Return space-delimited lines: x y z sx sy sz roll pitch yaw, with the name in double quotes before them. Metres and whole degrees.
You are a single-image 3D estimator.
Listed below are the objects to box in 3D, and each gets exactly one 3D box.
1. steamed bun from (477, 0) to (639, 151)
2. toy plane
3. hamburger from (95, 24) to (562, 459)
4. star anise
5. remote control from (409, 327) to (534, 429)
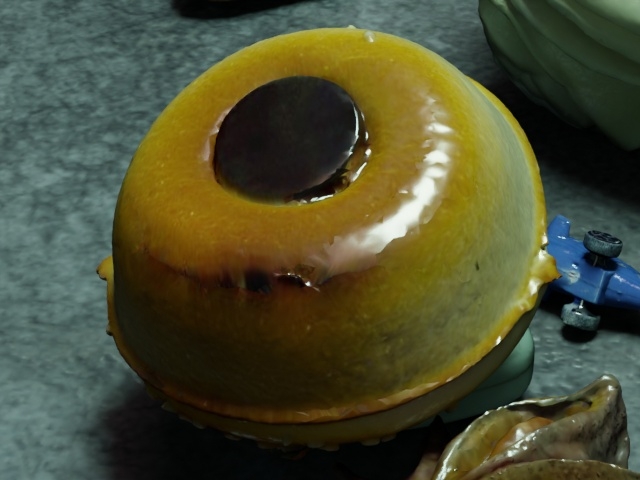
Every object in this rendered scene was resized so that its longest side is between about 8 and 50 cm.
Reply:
"steamed bun" 0.200 -0.160 1.133 0.268 0.207 0.280 37 14 -10
"toy plane" 0.175 0.028 1.013 0.167 0.054 0.062 25 18 34
"hamburger" 0.004 0.001 0.888 0.236 0.147 0.237 -10 48 12
"star anise" 0.067 0.154 0.785 0.220 0.099 0.214 -21 30 8
"remote control" 0.028 0.000 1.049 0.140 0.056 0.296 -9 37 -5
